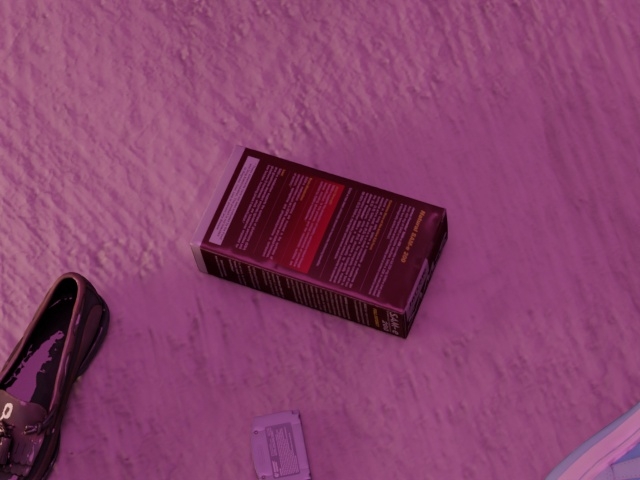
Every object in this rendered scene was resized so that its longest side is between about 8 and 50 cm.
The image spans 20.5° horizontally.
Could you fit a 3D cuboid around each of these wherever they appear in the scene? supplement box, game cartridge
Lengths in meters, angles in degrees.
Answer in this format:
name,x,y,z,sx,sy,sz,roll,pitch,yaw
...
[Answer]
name,x,y,z,sx,sy,sz,roll,pitch,yaw
supplement box,0.000,0.000,1.848,0.239,0.073,0.130,18,67,14
game cartridge,-0.041,0.214,1.778,0.056,0.017,0.083,-9,63,-4

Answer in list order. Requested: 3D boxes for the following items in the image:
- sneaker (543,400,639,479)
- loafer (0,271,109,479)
name,x,y,z,sx,sy,sz,roll,pitch,yaw
sneaker,0.380,0.222,1.645,0.319,0.127,0.208,-42,56,6
loafer,-0.299,0.152,1.790,0.096,0.084,0.267,16,66,12
